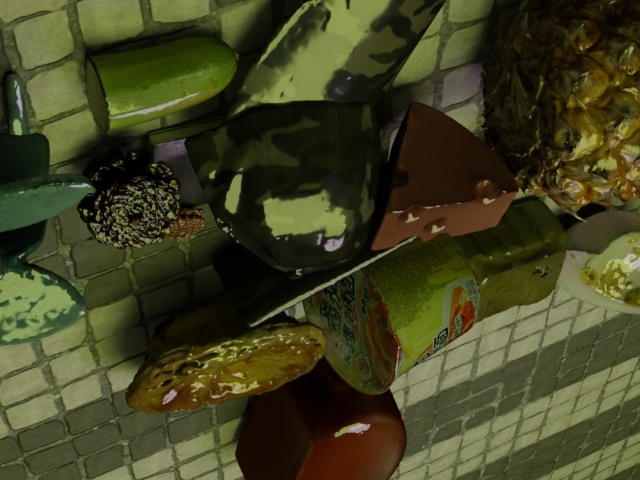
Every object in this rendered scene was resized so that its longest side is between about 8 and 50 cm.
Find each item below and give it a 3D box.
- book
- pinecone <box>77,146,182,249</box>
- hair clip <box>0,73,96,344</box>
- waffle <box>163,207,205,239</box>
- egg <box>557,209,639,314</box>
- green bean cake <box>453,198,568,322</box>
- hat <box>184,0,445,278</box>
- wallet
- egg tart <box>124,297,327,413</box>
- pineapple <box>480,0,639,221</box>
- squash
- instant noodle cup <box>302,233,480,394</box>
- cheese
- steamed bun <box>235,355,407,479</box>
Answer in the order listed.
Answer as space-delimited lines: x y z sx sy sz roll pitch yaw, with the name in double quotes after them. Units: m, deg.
-0.132 -0.111 1.663 0.228 0.024 0.160 -16 145 -22 "book"
-0.248 -0.060 1.548 0.140 0.121 0.140 -20 131 -25 "pinecone"
-0.440 -0.025 1.339 0.318 0.238 0.392 -16 144 -23 "hair clip"
-0.203 -0.022 1.701 0.075 0.029 0.083 -29 162 32 "waffle"
0.556 0.022 2.265 0.271 0.161 0.206 28 157 -18 "egg"
0.313 0.056 2.145 0.236 0.124 0.233 -17 145 -20 "green bean cake"
0.040 -0.141 1.566 0.366 0.257 0.382 -9 159 -49 "hat"
0.000 0.000 1.787 0.321 0.170 0.044 -30 132 -2 "wallet"
-0.151 0.170 1.884 0.341 0.129 0.341 -14 163 -4 "egg tart"
0.396 -0.206 1.697 0.300 0.352 0.352 -7 141 -17 "pineapple"
-0.185 -0.194 1.452 0.188 0.095 0.095 -16 144 -22 "squash"
0.117 0.094 1.949 0.200 0.264 0.264 -23 147 -30 "instant noodle cup"
0.181 -0.072 1.690 0.177 0.202 0.128 16 147 -3 "cheese"
0.019 0.359 2.212 0.248 0.235 0.379 -5 139 -30 "steamed bun"
